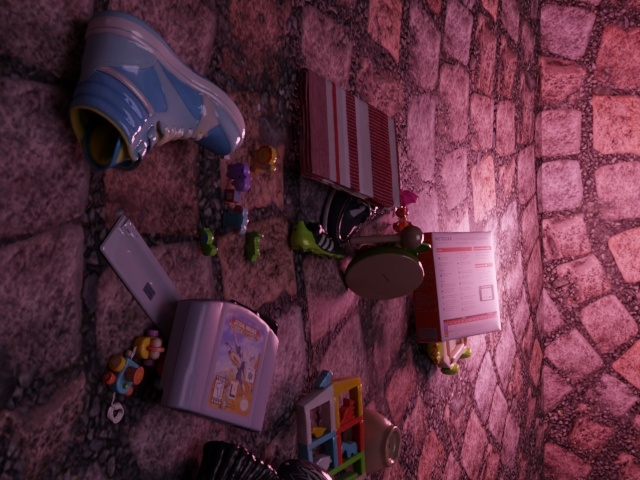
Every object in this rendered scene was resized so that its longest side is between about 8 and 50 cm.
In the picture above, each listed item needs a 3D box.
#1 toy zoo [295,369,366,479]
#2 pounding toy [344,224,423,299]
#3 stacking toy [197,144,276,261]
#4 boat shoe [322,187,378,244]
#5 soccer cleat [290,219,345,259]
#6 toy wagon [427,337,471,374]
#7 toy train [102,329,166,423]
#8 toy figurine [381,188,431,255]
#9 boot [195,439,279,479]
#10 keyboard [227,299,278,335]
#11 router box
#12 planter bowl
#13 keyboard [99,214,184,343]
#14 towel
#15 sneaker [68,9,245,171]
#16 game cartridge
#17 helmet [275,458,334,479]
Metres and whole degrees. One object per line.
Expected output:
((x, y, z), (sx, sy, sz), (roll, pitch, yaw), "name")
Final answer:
((0.025, 0.427, 1.788), (0.192, 0.030, 0.293), (-15, 107, -47), "toy zoo")
((0.146, 0.029, 1.876), (0.237, 0.183, 0.110), (89, -1, -51), "pounding toy")
((-0.146, -0.074, 1.448), (0.167, 0.052, 0.221), (7, 87, -61), "stacking toy")
((0.094, -0.105, 1.841), (0.302, 0.091, 0.114), (-65, 147, -33), "boat shoe")
((0.000, 0.000, 1.710), (0.179, 0.060, 0.072), (18, 74, -55), "soccer cleat")
((0.383, 0.268, 2.433), (0.344, 0.068, 0.267), (-33, 121, -55), "toy wagon")
((-0.266, 0.211, 1.259), (0.166, 0.046, 0.125), (-35, 122, -56), "toy train")
((0.216, -0.049, 2.072), (0.173, 0.130, 0.159), (68, 21, -75), "toy figurine")
((-0.200, 0.442, 1.308), (0.260, 0.131, 0.348), (-64, 155, -24), "boot")
((-0.136, 0.186, 1.524), (0.180, 0.023, 0.108), (36, 55, -56), "keyboard")
((0.389, 0.126, 2.303), (0.335, 0.082, 0.301), (0, 84, -49), "router box")
((0.130, 0.490, 1.947), (0.162, 0.109, 0.162), (-11, 103, -61), "planter bowl")
((-0.269, 0.073, 1.281), (0.072, 0.014, 0.256), (-59, 141, -33), "keyboard")
((0.067, -0.208, 1.742), (0.329, 0.037, 0.237), (18, 64, -48), "towel")
((-0.245, -0.162, 1.189), (0.319, 0.127, 0.208), (37, 58, -46), "sneaker")
((-0.161, 0.210, 1.376), (0.297, 0.062, 0.198), (40, 60, -59), "game cartridge")
((-0.037, 0.518, 1.582), (0.161, 0.169, 0.169), (-52, 169, 32), "helmet")
